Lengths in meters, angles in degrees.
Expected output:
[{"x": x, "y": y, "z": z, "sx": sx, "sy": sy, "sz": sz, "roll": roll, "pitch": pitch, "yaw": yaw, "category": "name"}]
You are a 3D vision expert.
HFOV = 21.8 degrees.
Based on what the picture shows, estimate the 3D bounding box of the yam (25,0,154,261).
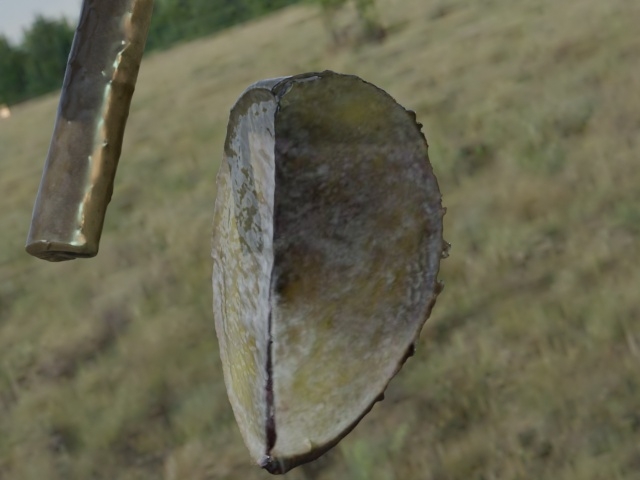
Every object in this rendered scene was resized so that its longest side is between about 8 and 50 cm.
[{"x": -0.104, "y": -0.147, "z": 0.864, "sx": 0.045, "sy": 0.327, "sz": 0.045, "roll": 12, "pitch": -17, "yaw": -13, "category": "yam"}]

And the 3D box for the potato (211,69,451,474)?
[{"x": -0.001, "y": -0.003, "z": 0.974, "sx": 0.120, "sy": 0.261, "sz": 0.100, "roll": -12, "pitch": 33, "yaw": -25, "category": "potato"}]
